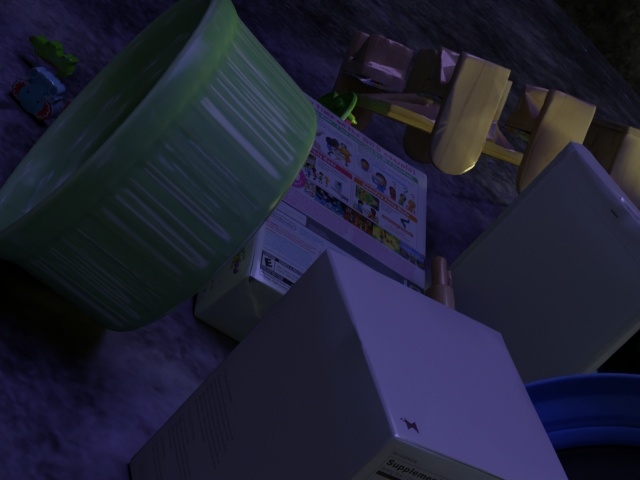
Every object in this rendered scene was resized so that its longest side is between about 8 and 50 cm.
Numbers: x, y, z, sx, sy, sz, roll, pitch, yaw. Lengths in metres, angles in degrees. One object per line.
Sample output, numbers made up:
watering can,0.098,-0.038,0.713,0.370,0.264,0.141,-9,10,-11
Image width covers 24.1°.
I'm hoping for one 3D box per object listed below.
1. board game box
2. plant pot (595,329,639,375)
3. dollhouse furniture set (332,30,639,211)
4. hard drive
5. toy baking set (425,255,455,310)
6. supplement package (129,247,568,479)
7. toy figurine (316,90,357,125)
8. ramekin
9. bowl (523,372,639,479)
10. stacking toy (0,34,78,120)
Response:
board game box,0.000,0.000,1.591,0.224,0.097,0.303,33,40,-24
plant pot,0.538,0.166,2.103,0.248,0.247,0.252,44,8,4
dollhouse furniture set,0.224,-0.087,2.009,0.394,0.256,0.362,18,4,-24
hard drive,0.239,0.069,1.670,0.040,0.307,0.203,9,40,-53
toy baking set,0.129,0.114,1.601,0.197,0.030,0.256,83,5,-61
supplement package,0.018,0.189,1.154,0.198,0.262,0.199,26,28,-34
toy figurine,0.042,-0.096,1.923,0.159,0.130,0.173,49,12,-17
ramekin,-0.144,-0.065,1.312,0.148,0.303,0.303,43,21,-18
bowl,0.225,0.257,1.292,0.391,0.391,0.077,-89,166,-61
stacking toy,-0.263,-0.125,1.540,0.221,0.052,0.167,44,21,8
